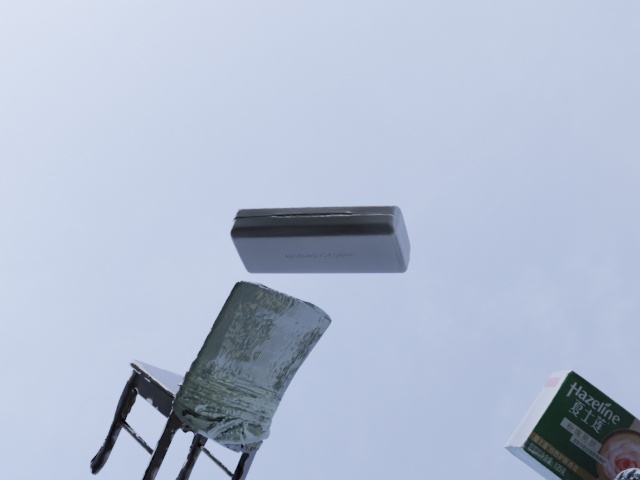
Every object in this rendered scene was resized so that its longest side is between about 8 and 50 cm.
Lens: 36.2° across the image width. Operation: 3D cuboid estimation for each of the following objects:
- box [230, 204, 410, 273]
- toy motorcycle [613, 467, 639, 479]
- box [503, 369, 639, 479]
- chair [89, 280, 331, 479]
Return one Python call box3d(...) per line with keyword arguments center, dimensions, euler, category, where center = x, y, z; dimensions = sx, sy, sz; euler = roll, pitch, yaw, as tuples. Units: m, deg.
box3d(center=(0.000, 0.000, 1.370), dimensions=(0.244, 0.103, 0.055), euler=(-1, -132, 18), category="box")
box3d(center=(0.280, 0.336, 0.846), dimensions=(0.173, 0.108, 0.307), euler=(-2, -78, 66), category="toy motorcycle")
box3d(center=(0.373, 0.288, 1.343), dimensions=(0.199, 0.081, 0.135), euler=(37, -103, -2), category="box")
box3d(center=(-0.143, 0.192, 1.232), dimensions=(0.186, 0.160, 0.319), euler=(22, -93, 59), category="chair")
